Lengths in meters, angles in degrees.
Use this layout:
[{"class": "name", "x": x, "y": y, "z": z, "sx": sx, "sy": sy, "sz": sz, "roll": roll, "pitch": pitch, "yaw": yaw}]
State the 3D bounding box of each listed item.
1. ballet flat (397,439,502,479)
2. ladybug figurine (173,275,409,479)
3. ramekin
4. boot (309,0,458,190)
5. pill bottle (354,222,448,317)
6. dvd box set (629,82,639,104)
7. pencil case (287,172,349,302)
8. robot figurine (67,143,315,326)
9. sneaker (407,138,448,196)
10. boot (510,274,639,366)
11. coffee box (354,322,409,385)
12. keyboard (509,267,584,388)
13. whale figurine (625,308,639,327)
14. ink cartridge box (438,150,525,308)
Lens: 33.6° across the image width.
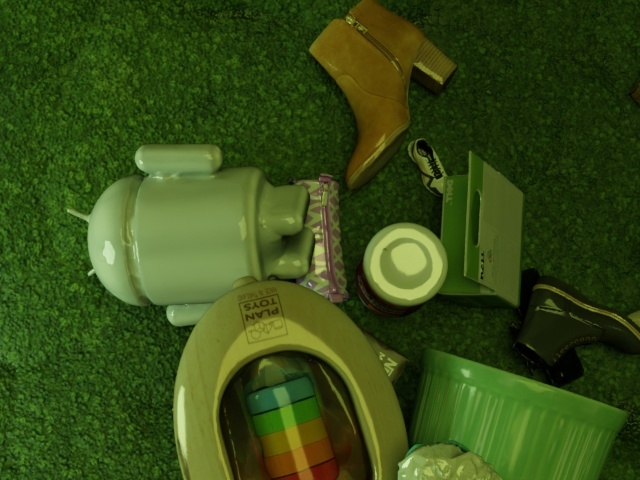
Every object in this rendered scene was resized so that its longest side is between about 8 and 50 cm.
[{"class": "ballet flat", "x": 0.206, "y": 0.429, "z": 1.406, "sx": 0.147, "sy": 0.408, "sz": 0.147, "roll": -12, "pitch": 40, "yaw": 11}, {"class": "ladybug figurine", "x": -0.042, "y": 0.267, "z": 1.459, "sx": 0.305, "sy": 0.162, "sz": 0.449, "roll": -13, "pitch": 83, "yaw": -7}, {"class": "ramekin", "x": 0.270, "y": 0.269, "z": 1.523, "sx": 0.303, "sy": 0.303, "sz": 0.148, "roll": 18, "pitch": 85, "yaw": -1}, {"class": "boot", "x": 0.062, "y": -0.241, "z": 1.709, "sx": 0.211, "sy": 0.104, "sz": 0.295, "roll": 35, "pitch": 73, "yaw": 8}, {"class": "pill bottle", "x": 0.114, "y": 0.051, "z": 1.584, "sx": 0.121, "sy": 0.221, "sz": 0.121, "roll": 1, "pitch": 79, "yaw": -3}, {"class": "dvd box set", "x": 0.770, "y": -0.195, "z": 1.767, "sx": 0.308, "sy": 0.062, "sz": 0.420, "roll": -42, "pitch": 85, "yaw": -11}, {"class": "pencil case", "x": 0.000, "y": 0.000, "z": 1.654, "sx": 0.086, "sy": 0.088, "sz": 0.206, "roll": 0, "pitch": 80, "yaw": -35}, {"class": "robot figurine", "x": -0.189, "y": -0.004, "z": 1.568, "sx": 0.354, "sy": 0.199, "sz": 0.299, "roll": -3, "pitch": 114, "yaw": 7}, {"class": "sneaker", "x": 0.178, "y": -0.118, "z": 1.714, "sx": 0.040, "sy": 0.044, "sz": 0.109, "roll": -34, "pitch": 85, "yaw": -12}, {"class": "boot", "x": 0.398, "y": 0.161, "z": 1.647, "sx": 0.198, "sy": 0.077, "sz": 0.137, "roll": 28, "pitch": 64, "yaw": 6}, {"class": "coffee box", "x": 0.006, "y": 0.246, "z": 1.600, "sx": 0.141, "sy": 0.098, "sz": 0.246, "roll": 35, "pitch": 79, "yaw": 1}, {"class": "keyboard", "x": 0.340, "y": 0.145, "z": 1.689, "sx": 0.100, "sy": 0.038, "sz": 0.192, "roll": -18, "pitch": 79, "yaw": -31}, {"class": "whale figurine", "x": 0.609, "y": 0.073, "z": 1.684, "sx": 0.216, "sy": 0.141, "sz": 0.272, "roll": 44, "pitch": 103, "yaw": 5}, {"class": "ink cartridge box", "x": 0.222, "y": -0.012, "z": 1.583, "sx": 0.097, "sy": 0.255, "sz": 0.188, "roll": -1, "pitch": 77, "yaw": 28}]
